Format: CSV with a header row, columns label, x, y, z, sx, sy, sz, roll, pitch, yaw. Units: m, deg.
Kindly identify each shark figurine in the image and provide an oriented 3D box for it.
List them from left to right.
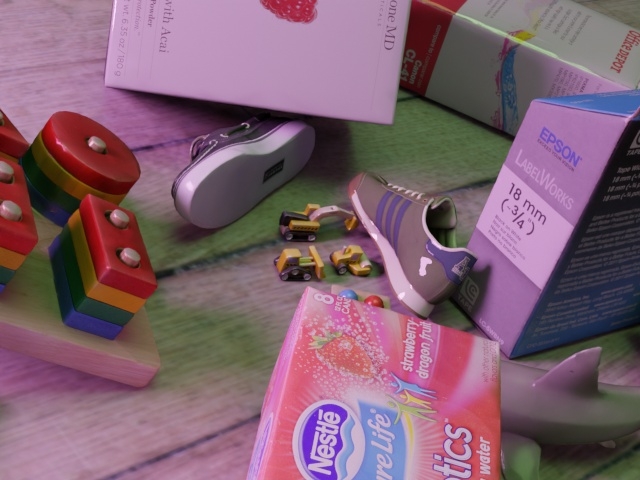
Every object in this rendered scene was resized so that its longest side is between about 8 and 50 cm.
label,x,y,z,sx,sy,sz,roll,pitch,yaw
shark figurine,0.229,0.114,0.859,0.278,0.116,0.166,-5,44,-13

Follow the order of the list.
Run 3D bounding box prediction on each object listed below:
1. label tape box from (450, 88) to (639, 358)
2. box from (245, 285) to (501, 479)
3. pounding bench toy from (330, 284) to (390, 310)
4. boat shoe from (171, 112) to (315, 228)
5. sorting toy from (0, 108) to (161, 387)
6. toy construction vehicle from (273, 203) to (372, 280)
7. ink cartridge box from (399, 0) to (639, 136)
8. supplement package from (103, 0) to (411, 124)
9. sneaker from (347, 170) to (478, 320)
label,x,y,z,sx,sy,sz,roll,pitch,yaw
label tape box,0.286,-0.064,0.954,0.241,0.333,0.106,-10,44,-35
box,0.021,0.185,0.663,0.154,0.142,0.300,17,35,-1
pounding bench toy,0.028,0.086,0.866,0.052,0.065,0.083,13,36,-9
boat shoe,-0.088,-0.081,1.032,0.076,0.080,0.228,25,34,19
sorting toy,-0.239,-0.037,0.803,0.257,0.089,0.255,24,26,-38
toy construction vehicle,0.000,0.000,0.996,0.098,0.035,0.086,2,38,-22
ink cartridge box,0.261,-0.241,1.360,0.306,0.131,0.226,28,35,10
supplement package,-0.070,-0.228,1.092,0.293,0.177,0.175,6,8,-13
sneaker,0.093,-0.017,1.005,0.064,0.086,0.192,30,26,-38
